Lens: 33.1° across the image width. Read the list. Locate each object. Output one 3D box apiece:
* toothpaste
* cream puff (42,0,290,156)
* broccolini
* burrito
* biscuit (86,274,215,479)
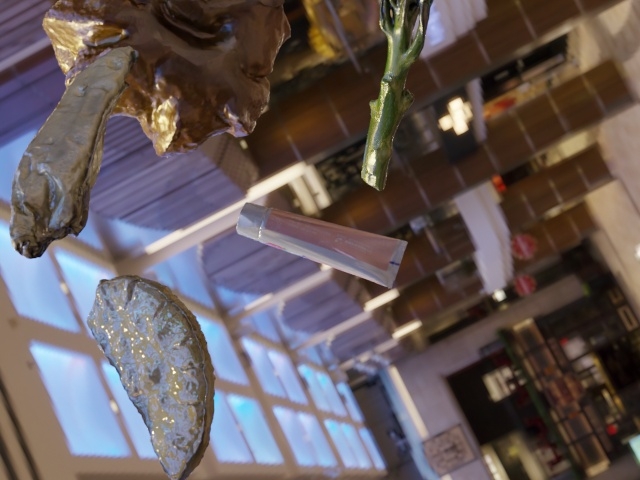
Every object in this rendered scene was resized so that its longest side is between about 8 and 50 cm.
[{"bbox_3d":[0.000,0.000,1.257,0.043,0.195,0.067,96,-167,-58],"label":"toothpaste"},{"bbox_3d":[-0.149,-0.218,1.154,0.241,0.269,0.155,42,161,-18],"label":"cream puff"},{"bbox_3d":[0.055,-0.144,0.896,0.067,0.058,0.216,-49,-23,-53],"label":"broccolini"},{"bbox_3d":[-0.193,-0.077,0.857,0.229,0.063,0.058,-76,-21,-46],"label":"burrito"},{"bbox_3d":[-0.201,0.151,1.355,0.289,0.141,0.038,60,-159,19],"label":"biscuit"}]
